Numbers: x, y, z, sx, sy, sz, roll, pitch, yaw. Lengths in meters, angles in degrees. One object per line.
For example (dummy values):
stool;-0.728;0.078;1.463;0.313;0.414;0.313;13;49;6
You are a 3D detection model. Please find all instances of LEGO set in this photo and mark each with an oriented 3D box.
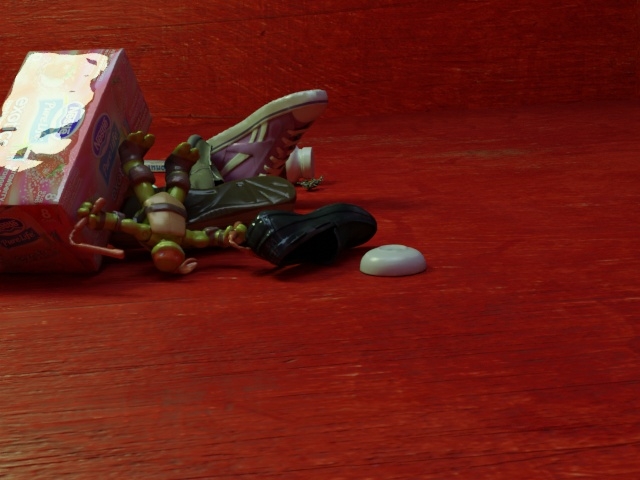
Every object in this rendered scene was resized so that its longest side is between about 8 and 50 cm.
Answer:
LEGO set;-0.030;-0.104;1.914;0.083;0.023;0.054;-17;10;-3

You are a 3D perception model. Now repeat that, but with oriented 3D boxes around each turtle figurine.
turtle figurine;-0.193;-0.034;1.289;0.269;0.087;0.217;5;49;-19

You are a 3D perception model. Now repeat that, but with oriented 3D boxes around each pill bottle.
pill bottle;-0.091;-0.154;1.998;0.152;0.086;0.086;-2;11;7

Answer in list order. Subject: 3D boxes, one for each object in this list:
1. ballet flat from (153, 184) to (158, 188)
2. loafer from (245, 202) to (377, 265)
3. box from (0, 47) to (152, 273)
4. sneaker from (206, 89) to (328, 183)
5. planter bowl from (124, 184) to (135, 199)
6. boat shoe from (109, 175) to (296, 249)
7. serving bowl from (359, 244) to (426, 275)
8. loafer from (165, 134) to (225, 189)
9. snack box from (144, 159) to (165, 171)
ballet flat;-0.337;-0.069;1.734;0.067;0.073;0.206;-38;23;-22
loafer;0.000;0.000;1.287;0.223;0.076;0.078;-6;46;-48
box;-0.350;-0.111;1.340;0.154;0.142;0.300;1;50;13
sneaker;-0.075;-0.147;1.719;0.282;0.161;0.102;-26;-7;38
planter bowl;-0.355;-0.078;1.560;0.090;0.217;0.217;-43;22;-10
boat shoe;-0.171;-0.021;1.405;0.285;0.089;0.104;-8;38;-12
serving bowl;0.090;0.022;1.231;0.083;0.027;0.083;-2;12;0
loafer;-0.208;-0.091;1.651;0.087;0.094;0.251;26;30;-15
snack box;-0.366;-0.175;2.325;0.178;0.022;0.064;4;12;30
